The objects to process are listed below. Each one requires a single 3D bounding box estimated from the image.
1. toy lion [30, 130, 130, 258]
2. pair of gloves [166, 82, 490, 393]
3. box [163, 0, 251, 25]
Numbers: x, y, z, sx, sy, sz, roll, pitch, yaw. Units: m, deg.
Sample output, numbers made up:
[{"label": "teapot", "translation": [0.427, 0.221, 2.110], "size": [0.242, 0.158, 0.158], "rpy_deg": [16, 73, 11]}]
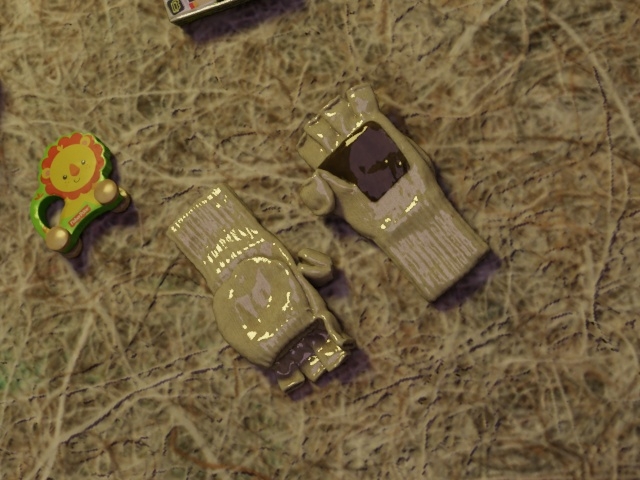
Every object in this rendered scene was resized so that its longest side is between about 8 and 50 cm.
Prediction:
[{"label": "toy lion", "translation": [-0.231, -0.049, 1.295], "size": [0.100, 0.034, 0.096], "rpy_deg": [-44, 66, 2]}, {"label": "pair of gloves", "translation": [0.000, 0.000, 1.224], "size": [0.240, 0.042, 0.204], "rpy_deg": [-34, 74, 6]}, {"label": "box", "translation": [-0.115, -0.316, 1.290], "size": [0.114, 0.036, 0.207], "rpy_deg": [-18, 90, 9]}]
